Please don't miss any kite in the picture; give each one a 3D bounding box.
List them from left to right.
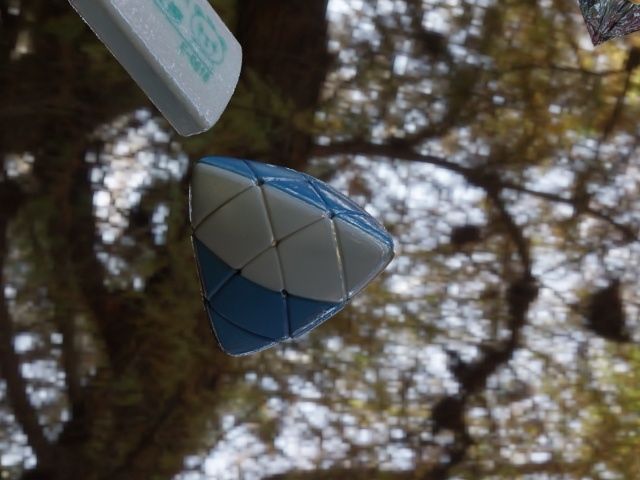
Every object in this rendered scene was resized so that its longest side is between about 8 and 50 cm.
[{"bbox_3d":[0.374,-0.295,1.716,0.157,0.139,0.011,116,-21,-46],"label":"kite"}]

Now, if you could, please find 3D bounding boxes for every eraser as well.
[{"bbox_3d":[-0.232,-0.309,1.964,0.104,0.290,0.189,-16,-137,27],"label":"eraser"}]

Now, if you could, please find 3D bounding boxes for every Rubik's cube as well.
[{"bbox_3d":[0.000,0.000,1.605,0.254,0.254,0.254,-9,-102,51],"label":"Rubik's cube"}]
